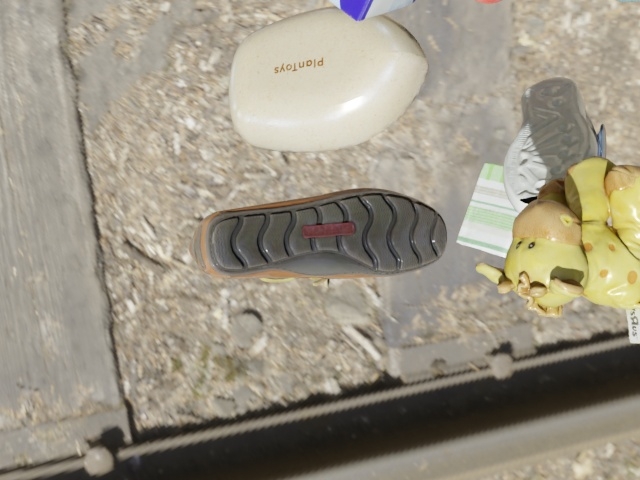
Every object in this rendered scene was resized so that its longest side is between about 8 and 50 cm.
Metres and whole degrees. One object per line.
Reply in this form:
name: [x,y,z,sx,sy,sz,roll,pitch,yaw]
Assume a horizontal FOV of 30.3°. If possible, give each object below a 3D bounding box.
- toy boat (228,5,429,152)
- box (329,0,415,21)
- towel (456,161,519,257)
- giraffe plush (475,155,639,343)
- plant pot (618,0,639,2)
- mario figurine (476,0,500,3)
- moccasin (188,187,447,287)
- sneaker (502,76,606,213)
toy boat: [0.021,-0.259,1.515,0.148,0.268,0.318,34,59,-60]
box: [0.019,-0.238,0.777,0.072,0.137,0.126,-31,155,-47]
towel: [0.301,-0.053,2.011,0.023,0.113,0.152,23,87,-45]
giraffe plush: [0.264,0.014,1.272,0.171,0.181,0.210,-2,69,-34]
plant pot: [0.287,-0.321,0.877,0.247,0.247,0.252,-5,143,8]
mario figurine: [0.312,-0.515,1.814,0.170,0.198,0.320,26,91,-53]
moccasin: [0.001,0.003,1.712,0.380,0.147,0.139,-10,91,-18]
sneaker: [0.356,-0.066,1.717,0.130,0.322,0.236,-10,125,19]
